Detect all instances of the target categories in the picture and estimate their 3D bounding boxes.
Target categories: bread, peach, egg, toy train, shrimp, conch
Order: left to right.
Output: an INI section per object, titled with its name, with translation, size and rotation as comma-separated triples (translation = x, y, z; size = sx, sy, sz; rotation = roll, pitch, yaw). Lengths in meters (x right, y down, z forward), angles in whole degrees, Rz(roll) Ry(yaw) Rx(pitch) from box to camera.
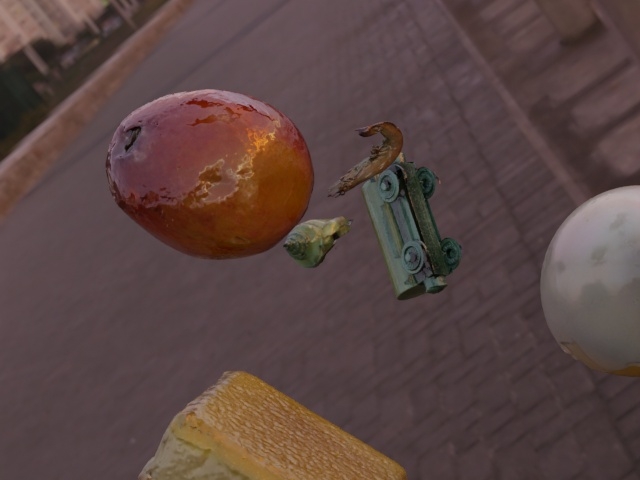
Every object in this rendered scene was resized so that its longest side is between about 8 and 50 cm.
[peach]
translation = -0.154, -0.090, 1.704
size = 0.238, 0.281, 0.281
rotation = -58, 1, 33
[bread]
translation = -0.058, 0.334, 1.743
size = 0.143, 0.333, 0.323
rotation = -61, -9, 13
[conch]
translation = -0.004, -0.002, 2.165
size = 0.095, 0.079, 0.201
rotation = -27, 3, 42
[shrimp]
translation = 0.047, -0.097, 1.439
size = 0.114, 0.083, 0.023
rotation = -36, 54, -8
[toy train]
translation = 0.166, -0.023, 2.542
size = 0.126, 0.307, 0.189
rotation = -1, -23, -45
[egg]
translation = 0.477, 0.058, 1.877
size = 0.283, 0.283, 0.345
rotation = -43, -16, -15
